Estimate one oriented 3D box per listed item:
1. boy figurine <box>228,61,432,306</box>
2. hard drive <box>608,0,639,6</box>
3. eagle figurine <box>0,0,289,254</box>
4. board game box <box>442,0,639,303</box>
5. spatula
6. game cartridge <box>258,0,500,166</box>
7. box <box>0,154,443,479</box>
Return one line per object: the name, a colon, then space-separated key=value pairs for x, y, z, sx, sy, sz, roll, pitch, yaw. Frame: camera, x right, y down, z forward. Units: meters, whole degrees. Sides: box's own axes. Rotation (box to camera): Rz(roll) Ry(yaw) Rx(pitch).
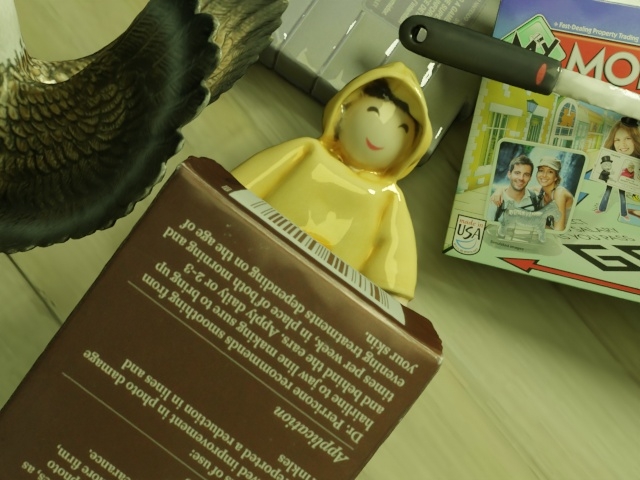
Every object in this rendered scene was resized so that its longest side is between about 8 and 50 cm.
boy figurine: x=0.000 y=0.000 z=0.730 sx=0.177 sy=0.092 sz=0.285 roll=35 pitch=92 yaw=1
hard drive: x=0.270 y=-0.205 z=0.822 sx=0.203 sy=0.040 sz=0.308 roll=-17 pitch=90 yaw=-18
eagle figurine: x=-0.178 y=-0.090 z=0.671 sx=0.298 sy=0.225 sz=0.226 roll=1 pitch=69 yaw=8
board game box: x=0.269 y=-0.056 z=0.741 sx=0.317 sy=0.046 sz=0.214 roll=14 pitch=99 yaw=13
spatula: x=0.193 y=-0.109 z=0.715 sx=0.296 sy=0.030 sz=0.084 roll=22 pitch=103 yaw=12
game cartridge: x=0.092 y=-0.260 z=0.843 sx=0.230 sy=0.068 sz=0.355 roll=36 pitch=76 yaw=-3
box: x=-0.110 y=0.156 z=0.626 sx=0.191 sy=0.143 sz=0.381 roll=37 pitch=94 yaw=0
